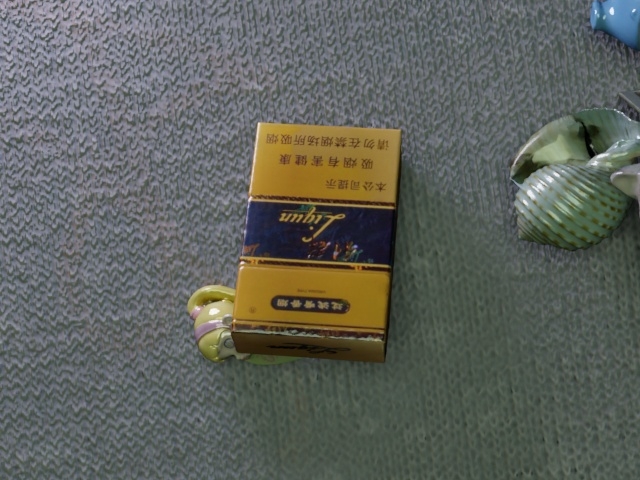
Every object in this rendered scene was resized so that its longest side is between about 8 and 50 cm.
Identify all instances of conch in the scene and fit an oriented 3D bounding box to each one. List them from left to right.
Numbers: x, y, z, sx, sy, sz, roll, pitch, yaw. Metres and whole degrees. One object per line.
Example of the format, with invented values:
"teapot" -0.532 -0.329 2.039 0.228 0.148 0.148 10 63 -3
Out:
"conch" 0.257 -0.057 1.532 0.153 0.102 0.135 -30 53 -11

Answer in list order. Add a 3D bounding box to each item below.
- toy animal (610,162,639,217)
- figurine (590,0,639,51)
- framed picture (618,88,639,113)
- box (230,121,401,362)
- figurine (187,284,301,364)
"toy animal" 0.446 -0.066 1.438 0.308 0.266 0.188 -32 96 46
"figurine" 0.407 -0.266 1.508 0.262 0.154 0.180 3 98 2
"framed picture" 0.437 -0.141 1.468 0.273 0.216 0.016 -6 101 6
"box" 0.000 0.000 1.530 0.152 0.070 0.237 4 63 5
"figurine" -0.049 0.091 1.568 0.187 0.083 0.083 3 86 12
